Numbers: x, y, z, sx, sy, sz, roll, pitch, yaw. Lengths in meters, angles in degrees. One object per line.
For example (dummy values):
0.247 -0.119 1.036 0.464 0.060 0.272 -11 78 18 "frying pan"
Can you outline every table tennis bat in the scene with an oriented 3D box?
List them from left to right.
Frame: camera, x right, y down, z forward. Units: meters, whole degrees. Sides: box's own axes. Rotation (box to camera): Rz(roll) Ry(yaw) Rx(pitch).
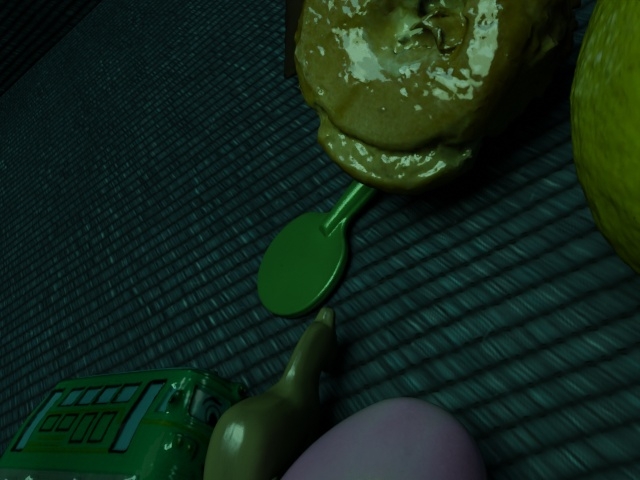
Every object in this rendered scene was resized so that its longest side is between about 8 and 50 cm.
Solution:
0.000 0.000 0.766 0.257 0.039 0.160 -50 43 10 "table tennis bat"

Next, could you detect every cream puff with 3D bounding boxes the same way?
0.137 -0.231 0.651 0.327 0.231 0.343 3 100 30 "cream puff"

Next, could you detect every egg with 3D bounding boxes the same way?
0.036 0.265 0.452 0.196 0.196 0.271 5 64 41 "egg"

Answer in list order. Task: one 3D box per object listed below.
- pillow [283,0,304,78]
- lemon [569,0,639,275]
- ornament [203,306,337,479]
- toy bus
0.045 -0.479 0.985 0.305 0.108 0.308 -27 47 30 "pillow"
0.340 -0.088 0.341 0.364 0.364 0.364 -20 52 29 "lemon"
-0.041 0.199 0.574 0.061 0.230 0.245 12 93 22 "ornament"
-0.234 0.273 0.679 0.343 0.183 0.199 -13 44 32 "toy bus"
